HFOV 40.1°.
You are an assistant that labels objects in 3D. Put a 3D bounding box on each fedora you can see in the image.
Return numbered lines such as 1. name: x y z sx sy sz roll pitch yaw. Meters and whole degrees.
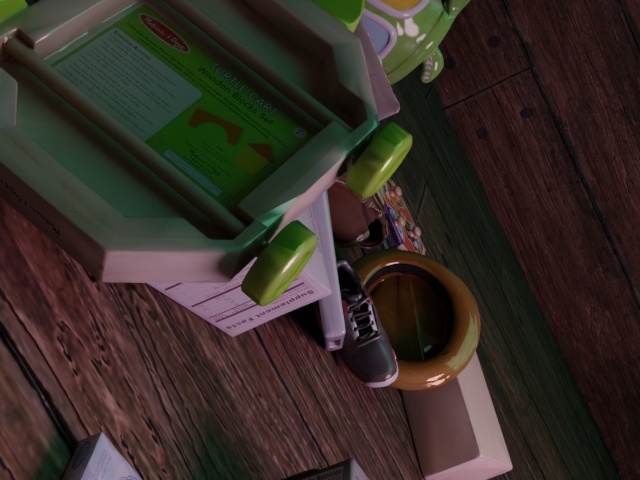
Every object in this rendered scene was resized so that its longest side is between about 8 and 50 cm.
1. fedora: 0.099 0.104 1.067 0.079 0.194 0.194 104 -22 -54

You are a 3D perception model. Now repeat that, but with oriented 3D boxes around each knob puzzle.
1. knob puzzle: 0.151 -0.036 1.549 0.213 0.030 0.213 55 20 -31

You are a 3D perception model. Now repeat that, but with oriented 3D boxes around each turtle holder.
1. turtle holder: 0.113 -0.394 1.490 0.227 0.243 0.320 33 -7 -25

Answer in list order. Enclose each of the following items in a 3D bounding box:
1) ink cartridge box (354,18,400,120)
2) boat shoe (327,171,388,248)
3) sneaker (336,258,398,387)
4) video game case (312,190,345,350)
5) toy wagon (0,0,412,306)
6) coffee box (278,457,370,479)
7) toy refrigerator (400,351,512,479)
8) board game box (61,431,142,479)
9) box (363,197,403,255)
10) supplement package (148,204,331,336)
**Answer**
1. ink cartridge box: -0.051 -0.152 0.780 0.181 0.224 0.056 66 27 -2
2. boat shoe: 0.038 -0.040 1.121 0.257 0.095 0.095 20 54 -67
3. sneaker: 0.039 0.089 0.978 0.065 0.061 0.158 88 -22 -57
4. video game case: 0.000 0.000 0.891 0.193 0.023 0.212 88 -7 -79
5. toy wagon: -0.065 -0.116 0.612 0.267 0.068 0.344 39 54 7
6. coffee box: 0.009 0.291 0.585 0.141 0.098 0.246 58 19 -24
7. toy refrigerator: 0.160 0.188 1.183 0.102 0.094 0.270 32 36 -49
8. board game box: -0.119 0.172 0.499 0.090 0.020 0.090 59 19 -23
9. box: 0.078 -0.034 1.334 0.116 0.029 0.162 66 19 0
10. supplement package: -0.083 -0.013 0.706 0.179 0.105 0.105 42 28 -53
